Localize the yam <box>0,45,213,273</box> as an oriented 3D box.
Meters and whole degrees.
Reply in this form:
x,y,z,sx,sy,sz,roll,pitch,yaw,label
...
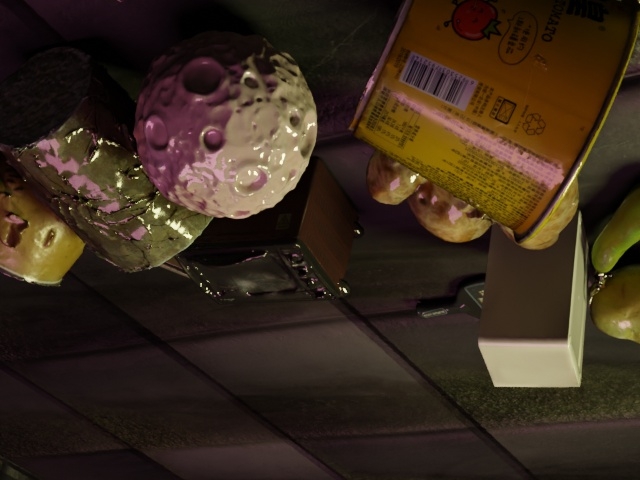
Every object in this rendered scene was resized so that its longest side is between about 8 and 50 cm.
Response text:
x,y,z,sx,sy,sz,roll,pitch,yaw,label
-0.315,-0.116,1.911,0.241,0.241,0.348,-10,140,34,yam

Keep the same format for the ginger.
x,y,z,sx,sy,sz,roll,pitch,yaw,label
0.221,-0.079,1.832,0.304,0.155,0.244,-6,147,28,ginger

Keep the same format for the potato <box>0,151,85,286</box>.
x,y,z,sx,sy,sz,roll,pitch,yaw,label
-0.492,-0.076,2.100,0.299,0.196,0.246,33,-173,32,potato

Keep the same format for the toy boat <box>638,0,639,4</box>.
x,y,z,sx,sy,sz,roll,pitch,yaw,label
0.381,-0.315,1.411,0.061,0.116,0.188,2,150,31,toy boat

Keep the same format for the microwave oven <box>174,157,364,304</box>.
x,y,z,sx,sy,sz,roll,pitch,yaw,label
-0.086,-0.001,2.051,0.247,0.188,0.178,-5,146,27,microwave oven

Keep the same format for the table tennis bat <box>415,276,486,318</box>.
x,y,z,sx,sy,sz,roll,pitch,yaw,label
0.279,0.110,2.266,0.236,0.027,0.150,-10,143,30,table tennis bat

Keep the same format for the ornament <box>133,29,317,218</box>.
x,y,z,sx,sy,sz,roll,pitch,yaw,label
-0.121,-0.157,1.740,0.225,0.259,0.259,9,150,16,ornament

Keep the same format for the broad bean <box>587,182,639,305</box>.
x,y,z,sx,sy,sz,roll,pitch,yaw,label
0.469,-0.023,1.913,0.075,0.067,0.325,51,147,16,broad bean

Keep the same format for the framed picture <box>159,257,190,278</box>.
x,y,z,sx,sy,sz,roll,pitch,yaw,label
-0.257,-0.005,2.279,0.315,0.024,0.232,24,149,-16,framed picture

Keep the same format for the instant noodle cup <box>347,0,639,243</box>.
x,y,z,sx,sy,sz,roll,pitch,yaw,label
0.194,-0.189,1.526,0.254,0.325,0.325,23,150,-1,instant noodle cup

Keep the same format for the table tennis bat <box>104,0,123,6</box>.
x,y,z,sx,sy,sz,roll,pitch,yaw,label
-0.348,-0.378,1.682,0.220,0.019,0.130,36,144,-32,table tennis bat

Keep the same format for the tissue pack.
x,y,z,sx,sy,sz,roll,pitch,yaw,label
0.335,0.089,1.983,0.136,0.246,0.159,0,147,20,tissue pack

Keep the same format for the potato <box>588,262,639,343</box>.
x,y,z,sx,sy,sz,roll,pitch,yaw,label
0.524,0.108,2.038,0.194,0.157,0.157,1,149,9,potato
